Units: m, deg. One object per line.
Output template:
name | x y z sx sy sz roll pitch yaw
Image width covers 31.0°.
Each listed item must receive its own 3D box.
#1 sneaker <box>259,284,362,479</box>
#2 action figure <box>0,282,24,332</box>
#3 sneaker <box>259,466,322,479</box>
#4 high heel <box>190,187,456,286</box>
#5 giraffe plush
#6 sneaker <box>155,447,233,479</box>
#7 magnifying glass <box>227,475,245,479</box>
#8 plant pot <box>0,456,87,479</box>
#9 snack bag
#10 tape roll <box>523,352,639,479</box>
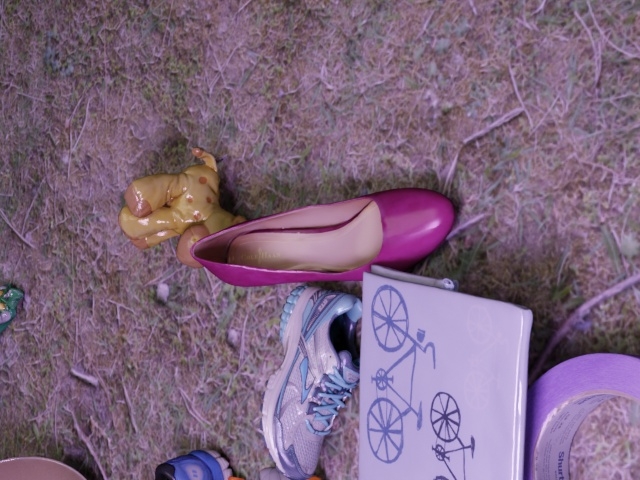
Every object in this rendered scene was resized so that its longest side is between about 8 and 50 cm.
sneaker | -0.003 0.198 1.631 0.122 0.110 0.283 -3 73 33
action figure | -0.654 0.147 2.239 0.232 0.063 0.137 -32 61 29
sneaker | -0.071 0.456 1.686 0.121 0.099 0.262 14 85 48
high heel | 0.000 0.000 1.622 0.377 0.181 0.127 -21 71 37
giraffe plush | -0.193 -0.023 1.828 0.210 0.181 0.170 -33 69 -7
sneaker | -0.236 0.486 1.775 0.130 0.147 0.330 5 88 41
magnifying glass | -0.148 0.476 1.752 0.026 0.092 0.231 -1 73 44
plant pot | -0.504 0.535 1.947 0.284 0.284 0.191 42 145 36
snack bag | 0.155 0.206 1.473 0.342 0.037 0.323 9 99 57
tape roll | 0.351 0.270 1.347 0.275 0.090 0.275 -8 78 40
